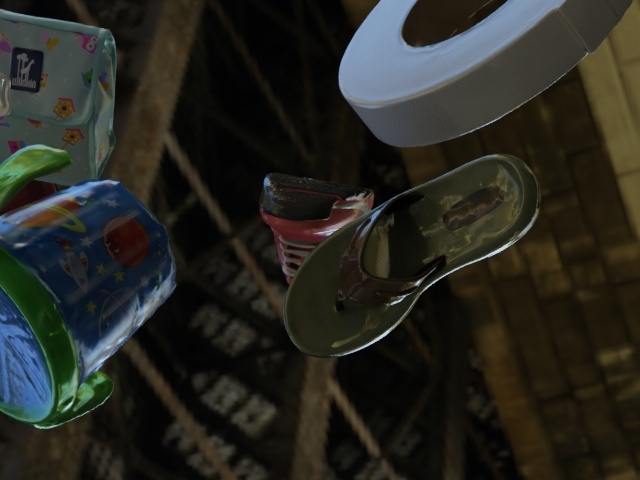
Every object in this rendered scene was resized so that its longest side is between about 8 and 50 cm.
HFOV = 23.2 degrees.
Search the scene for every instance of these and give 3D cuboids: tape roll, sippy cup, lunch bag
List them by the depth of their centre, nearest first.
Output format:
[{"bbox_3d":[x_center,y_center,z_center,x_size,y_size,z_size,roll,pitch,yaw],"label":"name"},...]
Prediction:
[{"bbox_3d":[-0.290,0.049,1.732,0.240,0.305,0.224,49,-127,6],"label":"sippy cup"},{"bbox_3d":[0.194,-0.264,1.791,0.072,0.392,0.392,50,-150,-24],"label":"tape roll"},{"bbox_3d":[-0.413,-0.217,2.258,0.262,0.223,0.160,98,-176,-47],"label":"lunch bag"}]

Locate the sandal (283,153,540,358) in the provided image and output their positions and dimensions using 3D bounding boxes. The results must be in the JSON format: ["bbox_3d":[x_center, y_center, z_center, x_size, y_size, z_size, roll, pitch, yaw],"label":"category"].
[{"bbox_3d":[0.077,0.006,1.551,0.120,0.303,0.086,60,-159,17],"label":"sandal"}]

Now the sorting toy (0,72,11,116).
[{"bbox_3d":[-0.429,-0.190,1.991,0.045,0.075,0.083,-32,-50,-63],"label":"sorting toy"}]

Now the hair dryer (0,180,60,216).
[{"bbox_3d":[-0.444,0.006,2.391,0.294,0.080,0.223,19,-93,-26],"label":"hair dryer"}]

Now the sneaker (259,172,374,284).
[{"bbox_3d":[0.001,0.000,1.764,0.314,0.116,0.136,0,-80,-80],"label":"sneaker"}]
